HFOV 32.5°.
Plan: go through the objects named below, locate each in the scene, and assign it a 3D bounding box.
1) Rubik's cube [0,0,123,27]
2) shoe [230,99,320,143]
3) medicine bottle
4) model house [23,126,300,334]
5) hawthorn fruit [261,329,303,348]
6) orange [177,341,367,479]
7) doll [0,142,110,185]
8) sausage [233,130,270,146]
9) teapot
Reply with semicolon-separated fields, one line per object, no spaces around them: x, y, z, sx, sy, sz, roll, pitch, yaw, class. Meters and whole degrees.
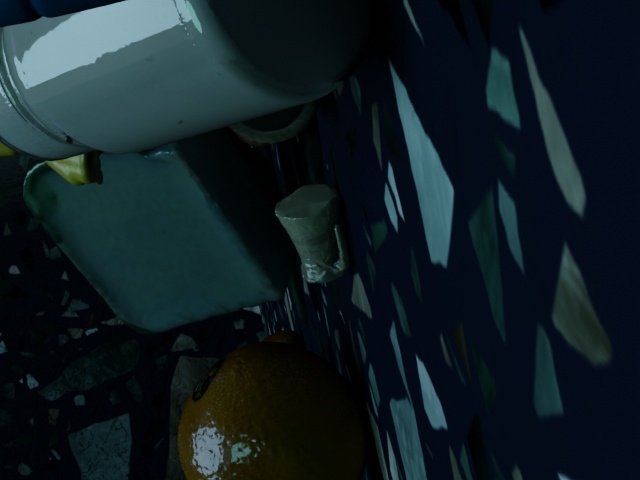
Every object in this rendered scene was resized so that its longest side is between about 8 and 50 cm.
-0.059;-0.211;0.427;0.254;0.254;0.254;168;90;-84;Rubik's cube
-0.054;-0.188;0.900;0.112;0.099;0.227;26;-126;-84;shoe
-0.105;-0.128;0.671;0.258;0.143;0.143;-11;91;45;medicine bottle
-0.166;-0.076;1.310;0.280;0.230;0.249;58;-151;-31;model house
-0.060;0.175;1.708;0.077;0.077;0.077;168;90;-84;hawthorn fruit
-0.047;0.196;1.094;0.206;0.206;0.206;168;90;-84;orange
-0.140;-0.148;0.967;0.365;0.160;0.094;-39;-37;-57;doll
-0.099;-0.210;1.305;0.433;0.088;0.088;-111;11;-58;sausage
0.000;0.000;0.953;0.067;0.057;0.083;21;134;48;teapot
